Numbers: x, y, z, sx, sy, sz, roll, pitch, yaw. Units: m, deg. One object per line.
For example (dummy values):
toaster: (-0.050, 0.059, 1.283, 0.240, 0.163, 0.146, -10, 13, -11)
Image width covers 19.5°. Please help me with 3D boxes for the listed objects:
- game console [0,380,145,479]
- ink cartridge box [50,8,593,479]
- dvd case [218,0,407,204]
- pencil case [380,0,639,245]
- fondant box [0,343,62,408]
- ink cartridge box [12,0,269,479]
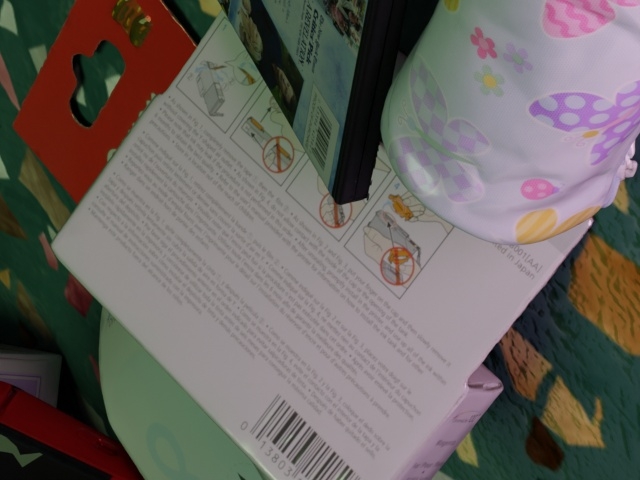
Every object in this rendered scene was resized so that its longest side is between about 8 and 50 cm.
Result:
game console: (-0.216, 0.327, 1.523, 0.342, 0.060, 0.386, 25, 115, 4)
ink cartridge box: (0.000, 0.000, 1.088, 0.275, 0.060, 0.239, 44, 105, 24)
dvd case: (-0.022, -0.167, 0.992, 0.180, 0.022, 0.253, 101, 148, -48)
pencil case: (0.119, -0.103, 0.824, 0.124, 0.113, 0.273, 35, 147, 4)
fondant box: (-0.365, 0.208, 1.742, 0.330, 0.096, 0.238, 3, 87, 54)
ink cartridge box: (-0.105, 0.026, 1.300, 0.385, 0.091, 0.308, 54, 150, 6)
